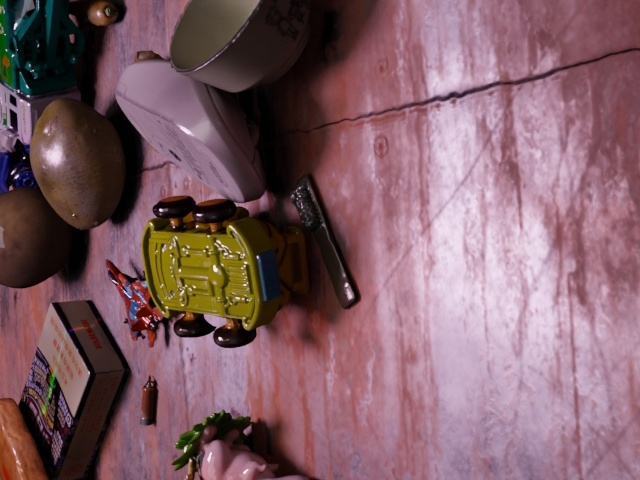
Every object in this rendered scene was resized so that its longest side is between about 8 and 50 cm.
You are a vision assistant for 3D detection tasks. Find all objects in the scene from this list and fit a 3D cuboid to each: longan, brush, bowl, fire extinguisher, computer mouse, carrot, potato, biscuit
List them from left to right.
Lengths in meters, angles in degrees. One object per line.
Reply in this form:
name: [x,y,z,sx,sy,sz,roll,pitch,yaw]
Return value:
longan: [-0.579,-0.005,1.758,0.220,0.197,0.196,-2,91,46]
biscuit: [-0.575,0.512,1.802,0.455,0.078,0.349,54,144,31]
potato: [-0.424,-0.134,1.597,0.178,0.160,0.235,-123,28,-64]
carrot: [-0.435,-0.424,1.674,0.254,0.049,0.049,25,111,52]
fire extinguisher: [-0.298,0.276,1.568,0.028,0.023,0.083,-132,47,-76]
computer mouse: [-0.168,-0.167,1.286,0.297,0.121,0.184,28,156,45]
bowl: [-0.089,-0.278,1.179,0.211,0.112,0.211,-33,41,33]
brush: [0.000,0.000,1.186,0.034,0.028,0.190,-42,62,45]

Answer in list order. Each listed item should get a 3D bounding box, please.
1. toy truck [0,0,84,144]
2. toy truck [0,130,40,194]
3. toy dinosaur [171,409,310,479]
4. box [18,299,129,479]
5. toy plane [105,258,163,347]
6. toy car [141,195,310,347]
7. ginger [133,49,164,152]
toy truck: [-0.519,-0.351,1.643,0.178,0.177,0.363,39,132,33]
toy truck: [-0.659,-0.196,1.852,0.161,0.177,0.213,49,128,38]
toy dinosaur: [-0.109,0.342,1.280,0.194,0.152,0.177,-31,62,2]
box: [-0.479,0.289,1.738,0.198,0.084,0.310,50,128,35]
toy plane: [-0.318,0.091,1.551,0.189,0.061,0.130,52,130,40]
toy car: [-0.128,0.031,1.252,0.248,0.142,0.200,8,109,42]
ginger: [-0.254,-0.224,1.452,0.096,0.067,0.165,-2,104,50]
